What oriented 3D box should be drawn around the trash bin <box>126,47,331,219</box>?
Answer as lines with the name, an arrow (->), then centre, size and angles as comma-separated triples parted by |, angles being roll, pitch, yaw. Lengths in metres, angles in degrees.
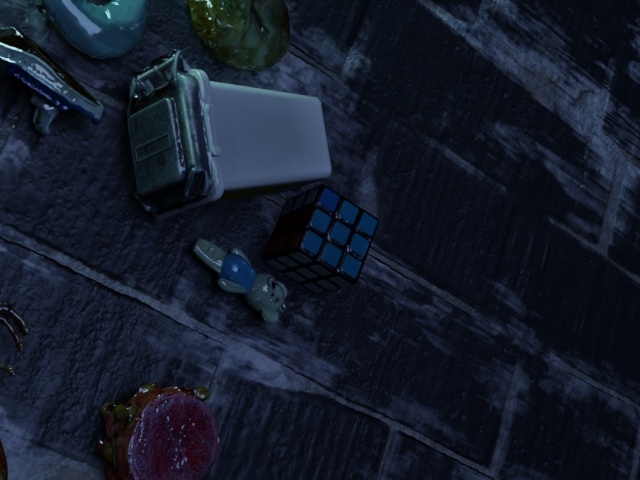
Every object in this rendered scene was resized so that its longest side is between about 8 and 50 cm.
trash bin -> -0.179, -0.209, 2.021 | 0.368, 0.256, 0.295 | -5, 82, -40

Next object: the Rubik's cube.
Rubik's cube -> 0.000, 0.000, 2.139 | 0.162, 0.163, 0.160 | 31, 66, -21

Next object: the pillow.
pillow -> -0.437, -0.467, 1.987 | 0.233, 0.086, 0.214 | 45, 56, -20

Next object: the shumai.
shumai -> -0.141, -0.489, 2.115 | 0.272, 0.204, 0.222 | 35, 65, -27

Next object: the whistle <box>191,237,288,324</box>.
whistle -> -0.159, 0.072, 2.074 | 0.236, 0.077, 0.114 | 39, 44, -18

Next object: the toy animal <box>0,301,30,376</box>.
toy animal -> -0.649, 0.179, 1.743 | 0.260, 0.087, 0.243 | 28, 52, -22

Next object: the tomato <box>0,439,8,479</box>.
tomato -> -0.637, 0.362, 1.585 | 0.304, 0.303, 0.239 | 1, 53, -33

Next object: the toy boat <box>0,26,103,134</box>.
toy boat -> -0.527, -0.285, 1.886 | 0.115, 0.114, 0.262 | -46, 110, 3

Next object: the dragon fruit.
dragon fruit -> -0.316, 0.379, 1.885 | 0.211, 0.147, 0.282 | 45, 63, -29
